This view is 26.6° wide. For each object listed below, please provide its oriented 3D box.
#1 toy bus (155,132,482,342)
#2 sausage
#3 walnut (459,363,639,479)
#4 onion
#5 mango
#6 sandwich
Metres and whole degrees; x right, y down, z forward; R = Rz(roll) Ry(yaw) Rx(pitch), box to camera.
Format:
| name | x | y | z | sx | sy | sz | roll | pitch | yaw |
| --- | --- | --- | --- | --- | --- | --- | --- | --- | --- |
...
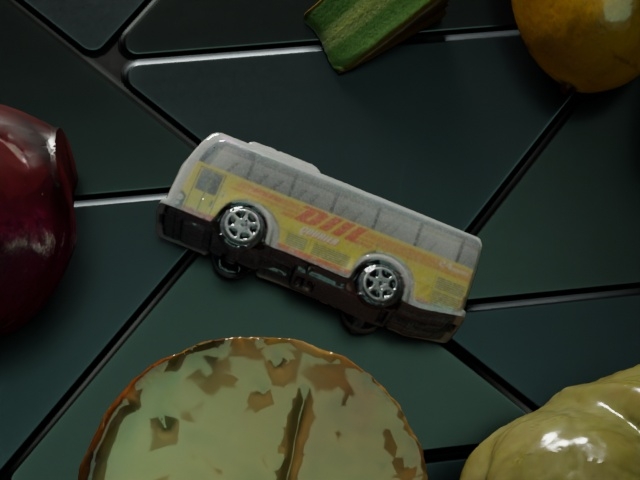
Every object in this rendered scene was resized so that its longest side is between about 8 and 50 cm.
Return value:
| name | x | y | z | sx | sy | sz | roll | pitch | yaw |
| --- | --- | --- | --- | --- | --- | --- | --- | --- | --- |
| toy bus | 0.000 | 0.000 | 1.134 | 0.268 | 0.092 | 0.106 | 22 | 67 | 1 |
| sausage | -0.059 | 0.204 | 0.978 | 0.233 | 0.287 | 0.233 | 2 | 72 | -7 |
| walnut | 0.248 | 0.235 | 1.012 | 0.282 | 0.253 | 0.277 | -27 | 82 | -11 |
| onion | -0.295 | -0.015 | 1.055 | 0.206 | 0.207 | 0.216 | -10 | 83 | -4 |
| mango | 0.241 | -0.243 | 1.204 | 0.147 | 0.109 | 0.227 | -11 | 77 | 17 |
| sandwich | 0.050 | -0.213 | 1.195 | 0.116 | 0.074 | 0.074 | -31 | 80 | -12 |
